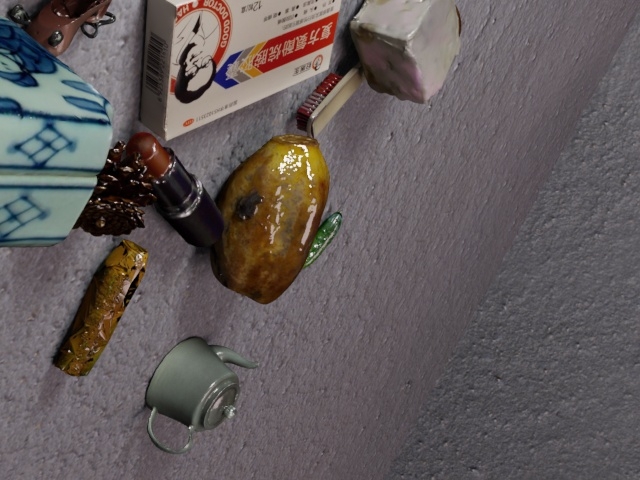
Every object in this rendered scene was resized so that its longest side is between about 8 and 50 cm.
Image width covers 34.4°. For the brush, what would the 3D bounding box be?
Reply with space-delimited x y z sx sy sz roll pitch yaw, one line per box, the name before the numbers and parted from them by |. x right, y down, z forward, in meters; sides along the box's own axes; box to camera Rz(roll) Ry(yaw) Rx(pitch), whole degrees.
brush | 0.049 -0.295 1.866 0.321 0.050 0.060 -51 154 -37

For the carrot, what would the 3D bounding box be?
carrot | -0.331 0.107 1.565 0.229 0.069 0.069 -61 157 9

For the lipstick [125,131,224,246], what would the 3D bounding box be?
lipstick | -0.218 -0.073 1.546 0.081 0.081 0.300 -54 158 -10

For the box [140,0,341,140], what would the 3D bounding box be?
box | -0.103 -0.299 1.488 0.353 0.069 0.214 -30 145 -39

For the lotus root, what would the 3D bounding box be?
lotus root | -0.089 -0.047 1.748 0.193 0.193 0.291 -15 135 -58

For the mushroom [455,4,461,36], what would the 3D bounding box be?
mushroom | 0.226 -0.424 2.029 0.127 0.087 0.127 -18 111 -58

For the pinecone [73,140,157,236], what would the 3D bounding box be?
pinecone | -0.283 -0.070 1.366 0.140 0.140 0.121 50 40 -66

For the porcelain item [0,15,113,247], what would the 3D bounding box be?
porcelain item | -0.354 -0.127 0.947 0.281 0.286 0.157 -3 127 -60

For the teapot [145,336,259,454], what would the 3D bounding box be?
teapot | -0.220 0.291 1.907 0.239 0.149 0.162 -47 156 -27

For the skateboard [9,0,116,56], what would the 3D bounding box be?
skateboard | -0.286 -0.261 1.209 0.151 0.067 0.080 -48 164 -33

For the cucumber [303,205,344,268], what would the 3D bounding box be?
cucumber | 0.000 0.000 2.133 0.168 0.039 0.039 -52 156 -9

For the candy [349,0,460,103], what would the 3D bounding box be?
candy | 0.156 -0.367 1.819 0.185 0.137 0.195 -59 149 -25
